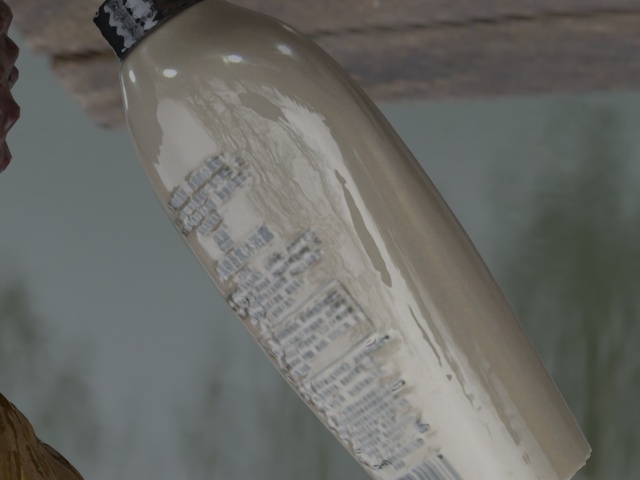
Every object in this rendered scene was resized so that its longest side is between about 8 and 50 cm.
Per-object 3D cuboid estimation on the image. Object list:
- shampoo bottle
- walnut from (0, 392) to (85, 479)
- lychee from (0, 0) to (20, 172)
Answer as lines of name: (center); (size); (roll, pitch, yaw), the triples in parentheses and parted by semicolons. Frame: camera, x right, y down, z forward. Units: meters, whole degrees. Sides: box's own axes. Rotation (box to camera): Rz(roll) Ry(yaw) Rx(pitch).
shampoo bottle: (0.000, 0.000, 0.735); (0.257, 0.078, 0.127); (52, 147, 0)
walnut: (-0.087, 0.085, 0.375); (0.105, 0.124, 0.105); (12, 157, 5)
lychee: (-0.271, -0.086, 0.834); (0.276, 0.304, 0.276); (5, -167, -1)
